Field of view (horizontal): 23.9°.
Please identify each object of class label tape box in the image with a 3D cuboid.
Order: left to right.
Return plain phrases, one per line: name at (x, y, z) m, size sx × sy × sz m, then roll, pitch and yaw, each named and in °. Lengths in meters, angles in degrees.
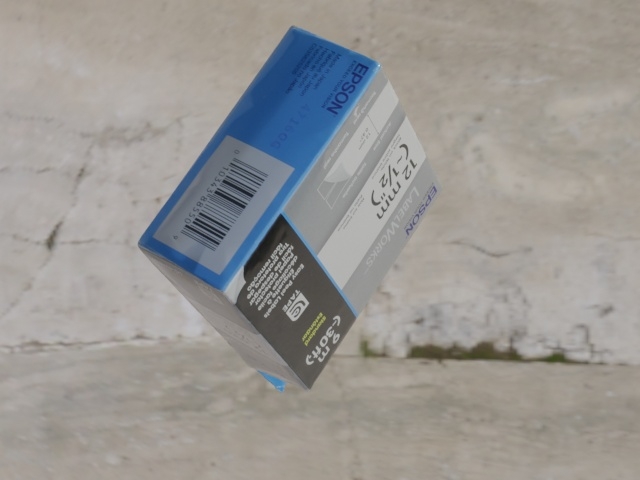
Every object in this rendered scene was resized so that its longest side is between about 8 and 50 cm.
label tape box at (0.000, 0.000, 1.440) m, size 0.249 × 0.115 × 0.347 m, roll -56°, pitch 148°, yaw -13°
